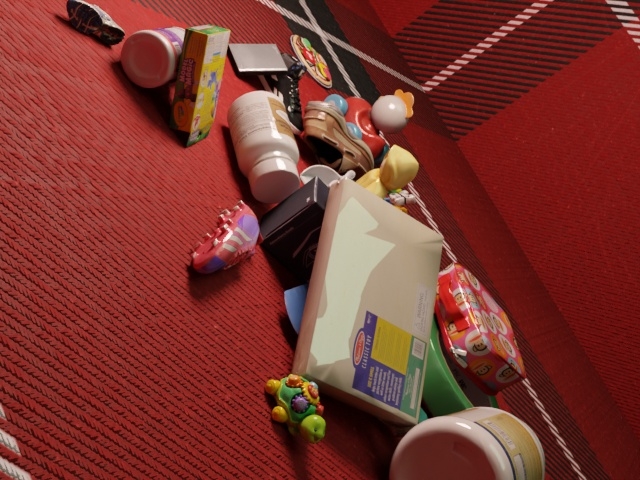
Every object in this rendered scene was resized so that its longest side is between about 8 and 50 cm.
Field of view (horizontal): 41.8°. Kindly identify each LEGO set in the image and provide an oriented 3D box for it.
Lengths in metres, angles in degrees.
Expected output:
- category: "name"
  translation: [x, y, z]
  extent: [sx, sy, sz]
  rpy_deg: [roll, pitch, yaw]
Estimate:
- category: "LEGO set"
  translation: [0.165, -0.107, 2.289]
  extent: [0.227, 0.093, 0.087]
  rpy_deg: [-139, -142, -58]

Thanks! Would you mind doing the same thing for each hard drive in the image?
- category: "hard drive"
  translation: [-0.160, -0.454, 2.100]
  extent: [0.135, 0.022, 0.094]
  rpy_deg: [-7, 59, -30]

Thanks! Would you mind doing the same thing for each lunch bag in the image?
- category: "lunch bag"
  translation: [0.357, 0.197, 1.977]
  extent: [0.258, 0.120, 0.293]
  rpy_deg: [43, 23, -36]

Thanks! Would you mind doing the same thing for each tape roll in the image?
- category: "tape roll"
  translation: [0.308, 0.325, 1.954]
  extent: [0.321, 0.077, 0.321]
  rpy_deg: [48, 20, -23]

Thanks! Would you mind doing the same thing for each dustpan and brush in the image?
- category: "dustpan and brush"
  translation: [0.039, -0.139, 2.104]
  extent: [0.147, 0.060, 0.211]
  rpy_deg: [55, 22, -2]

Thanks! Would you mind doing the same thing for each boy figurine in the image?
- category: "boy figurine"
  translation: [0.086, -0.103, 1.851]
  extent: [0.092, 0.285, 0.177]
  rpy_deg: [51, 26, -10]

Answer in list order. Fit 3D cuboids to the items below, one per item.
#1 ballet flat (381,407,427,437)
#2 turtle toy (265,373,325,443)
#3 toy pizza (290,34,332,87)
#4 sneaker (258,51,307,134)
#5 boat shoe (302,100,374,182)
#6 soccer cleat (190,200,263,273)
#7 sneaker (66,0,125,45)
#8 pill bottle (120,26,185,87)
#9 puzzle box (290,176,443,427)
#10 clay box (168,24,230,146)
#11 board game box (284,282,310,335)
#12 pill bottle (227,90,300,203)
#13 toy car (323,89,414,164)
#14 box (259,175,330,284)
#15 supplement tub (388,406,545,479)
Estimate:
- category: "ballet flat"
  translation: [0.109, 0.291, 1.610]
  extent: [0.241, 0.077, 0.091]
  rpy_deg: [51, 27, -7]
- category: "turtle toy"
  translation: [-0.030, 0.272, 1.358]
  extent: [0.095, 0.066, 0.130]
  rpy_deg: [31, 32, -46]
- category: "toy pizza"
  translation: [-0.022, -0.567, 2.632]
  extent: [0.201, 0.032, 0.201]
  rpy_deg: [44, 24, -26]
- category: "sneaker"
  translation: [-0.072, -0.389, 2.148]
  extent: [0.217, 0.121, 0.079]
  rpy_deg: [61, 23, 13]
- category: "boat shoe"
  translation: [0.038, -0.232, 2.196]
  extent: [0.324, 0.123, 0.116]
  rpy_deg: [44, 56, -47]
- category: "soccer cleat"
  translation: [-0.154, 0.009, 1.468]
  extent: [0.095, 0.083, 0.248]
  rpy_deg: [55, 18, -14]
- category: "sneaker"
  translation: [-0.426, -0.412, 1.554]
  extent: [0.058, 0.052, 0.135]
  rpy_deg: [56, 12, 29]
- category: "pill bottle"
  translation: [-0.303, -0.364, 1.647]
  extent: [0.108, 0.108, 0.193]
  rpy_deg: [53, 21, -5]
- category: "puzzle box"
  translation: [0.097, 0.114, 1.573]
  extent: [0.272, 0.052, 0.409]
  rpy_deg: [30, 57, -29]
- category: "clay box"
  translation: [-0.238, -0.302, 1.632]
  extent: [0.053, 0.222, 0.127]
  rpy_deg: [18, 20, 8]
- category: "board game box"
  translation: [-0.023, 0.153, 1.596]
  extent: [0.168, 0.033, 0.133]
  rpy_deg: [-15, 77, -62]
- category: "pill bottle"
  translation: [-0.115, -0.194, 1.764]
  extent: [0.131, 0.131, 0.229]
  rpy_deg: [32, 31, -45]
- category: "toy car"
  translation: [0.173, -0.373, 2.480]
  extent: [0.219, 0.238, 0.210]
  rpy_deg: [21, 40, -56]
- category: "box"
  translation: [0.000, 0.000, 1.697]
  extent: [0.207, 0.153, 0.108]
  rpy_deg: [46, 23, -23]
- category: "supplement tub"
  translation: [0.289, 0.433, 1.574]
  extent: [0.316, 0.228, 0.228]
  rpy_deg: [11, 49, -60]
